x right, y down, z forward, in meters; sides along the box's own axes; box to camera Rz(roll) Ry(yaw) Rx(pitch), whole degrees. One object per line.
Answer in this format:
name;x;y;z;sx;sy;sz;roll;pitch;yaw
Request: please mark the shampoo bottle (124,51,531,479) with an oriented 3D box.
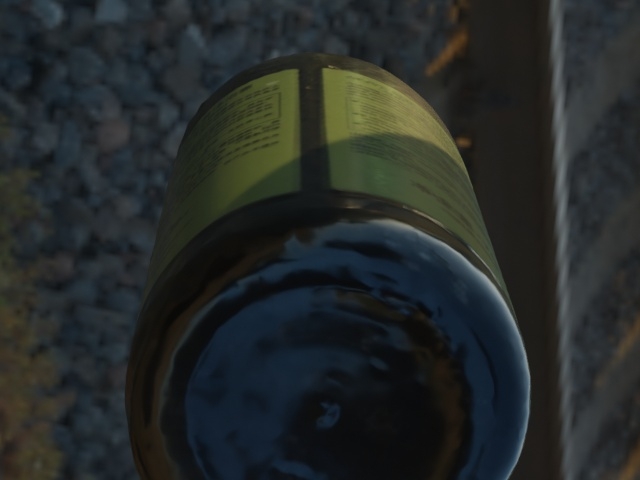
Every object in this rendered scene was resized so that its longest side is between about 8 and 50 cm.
shampoo bottle;0.000;0.000;0.577;0.284;0.101;0.101;-94;-175;-72
